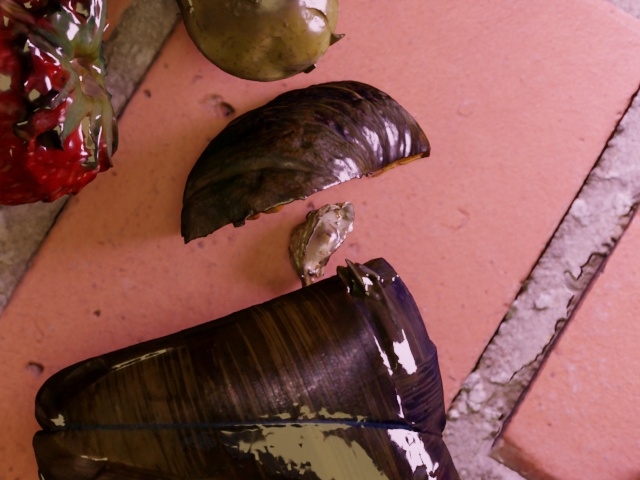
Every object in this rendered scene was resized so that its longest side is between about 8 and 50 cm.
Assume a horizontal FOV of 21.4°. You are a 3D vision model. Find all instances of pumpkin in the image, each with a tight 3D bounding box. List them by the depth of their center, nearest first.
[{"bbox_3d":[-0.016,-0.090,1.645,0.278,0.163,0.111,-18,97,-9],"label":"pumpkin"}]

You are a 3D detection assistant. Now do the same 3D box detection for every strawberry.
[{"bbox_3d":[-0.334,-0.156,1.571,0.288,0.250,0.238,0,128,12],"label":"strawberry"}]

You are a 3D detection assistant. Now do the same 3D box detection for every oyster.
[{"bbox_3d":[0.000,0.000,1.728,0.083,0.038,0.080,-32,126,-34],"label":"oyster"}]

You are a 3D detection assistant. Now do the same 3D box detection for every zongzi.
[{"bbox_3d":[-0.044,0.270,1.595,0.403,0.208,0.432,-17,73,-6],"label":"zongzi"}]

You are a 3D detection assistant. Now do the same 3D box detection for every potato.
[{"bbox_3d":[-0.073,-0.275,1.636,0.169,0.143,0.248,-14,94,-19],"label":"potato"}]
